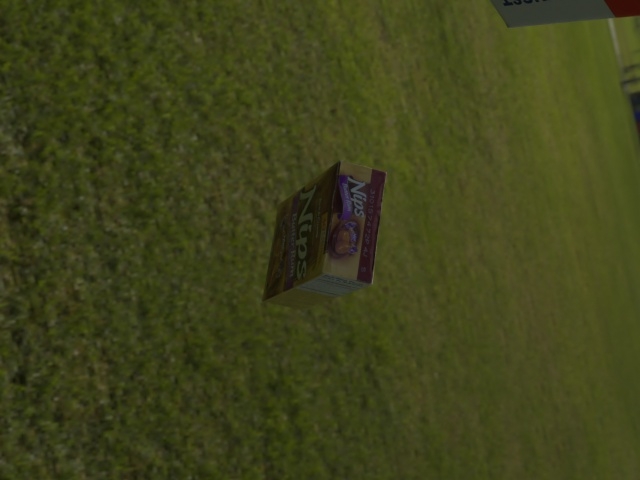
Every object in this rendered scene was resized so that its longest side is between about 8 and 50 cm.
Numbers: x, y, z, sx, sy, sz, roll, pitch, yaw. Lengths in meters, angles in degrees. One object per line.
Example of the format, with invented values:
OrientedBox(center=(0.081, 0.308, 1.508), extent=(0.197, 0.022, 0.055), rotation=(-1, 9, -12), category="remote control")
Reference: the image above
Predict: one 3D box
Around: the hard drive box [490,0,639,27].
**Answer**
OrientedBox(center=(0.111, -0.223, 0.502), extent=(0.089, 0.181, 0.232), rotation=(-49, 115, -15), category="hard drive box")

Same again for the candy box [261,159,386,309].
OrientedBox(center=(0.000, 0.000, 1.012), extent=(0.187, 0.053, 0.109), rotation=(152, -51, -66), category="candy box")
